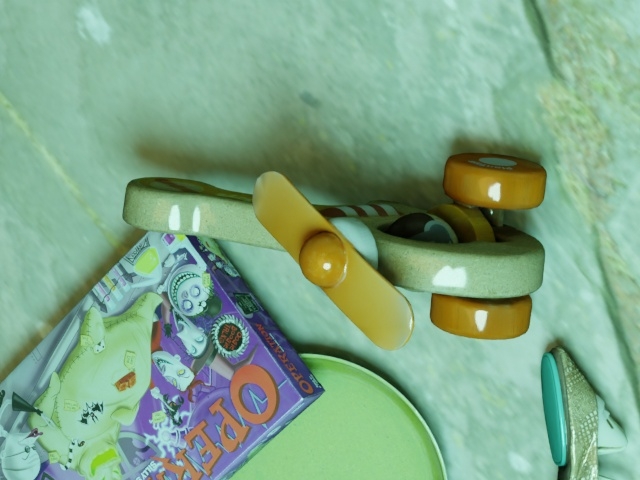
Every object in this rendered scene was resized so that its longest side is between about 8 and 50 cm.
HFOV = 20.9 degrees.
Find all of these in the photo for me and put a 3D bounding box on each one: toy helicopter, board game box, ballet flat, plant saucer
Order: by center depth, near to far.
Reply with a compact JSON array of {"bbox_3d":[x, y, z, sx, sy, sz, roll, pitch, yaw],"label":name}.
[{"bbox_3d":[0.000,0.000,1.374,0.355,0.235,0.140,10,105,18],"label":"toy helicopter"},{"bbox_3d":[0.221,0.189,1.425,0.067,0.073,0.206,-3,90,-4],"label":"ballet flat"},{"bbox_3d":[0.001,0.212,1.525,0.241,0.037,0.241,4,103,18],"label":"plant saucer"},{"bbox_3d":[-0.176,0.159,1.546,0.347,0.056,0.208,-45,78,24],"label":"board game box"}]
